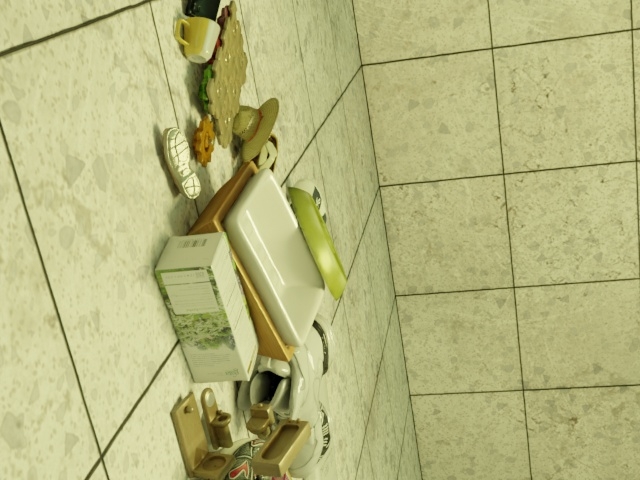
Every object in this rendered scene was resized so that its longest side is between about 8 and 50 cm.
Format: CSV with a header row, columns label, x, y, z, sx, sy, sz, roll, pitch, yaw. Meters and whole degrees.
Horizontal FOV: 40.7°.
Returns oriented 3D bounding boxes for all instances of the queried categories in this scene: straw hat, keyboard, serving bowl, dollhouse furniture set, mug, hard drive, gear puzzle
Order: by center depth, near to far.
label,x,y,z,sx,sy,sz,roll,pitch,yaw
dollhouse furniture set,-0.120,0.286,1.349,0.144,0.151,0.123,-46,130,-56
serving bowl,-0.173,0.314,1.450,0.083,0.027,0.083,-4,90,-77
mug,-0.216,-0.344,1.484,0.062,0.078,0.064,152,-53,-69
keyboard,-0.208,-0.485,1.521,0.100,0.038,0.191,14,88,-55
gear puzzle,-0.191,-0.267,1.574,0.175,0.044,0.338,81,14,-54
straw hat,-0.144,-0.232,1.694,0.061,0.144,0.144,26,49,-27
hard drive,-0.009,0.472,2.077,0.203,0.040,0.307,-38,122,-75

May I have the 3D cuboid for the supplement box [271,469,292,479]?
label,x,y,z,sx,sy,sz,roll,pitch,yaw
supplement box,-0.086,0.503,1.723,0.083,0.043,0.055,-82,162,-47

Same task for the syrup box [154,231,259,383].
label,x,y,z,sx,sy,sz,roll,pitch,yaw
syrup box,-0.175,0.111,1.370,0.096,0.093,0.236,-78,158,-54

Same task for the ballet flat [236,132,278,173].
label,x,y,z,sx,sy,sz,roll,pitch,yaw
ballet flat,-0.125,-0.135,1.715,0.080,0.073,0.232,33,38,-27

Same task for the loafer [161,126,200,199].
label,x,y,z,sx,sy,sz,roll,pitch,yaw
loafer,-0.229,-0.122,1.370,0.045,0.039,0.125,-38,126,-35

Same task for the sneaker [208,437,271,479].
label,x,y,z,sx,sy,sz,roll,pitch,yaw
sneaker,-0.119,0.412,1.374,0.120,0.112,0.299,66,18,-11

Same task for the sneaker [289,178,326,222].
label,x,y,z,sx,sy,sz,roll,pitch,yaw
sneaker,-0.041,-0.036,2.011,0.153,0.094,0.234,49,47,-83

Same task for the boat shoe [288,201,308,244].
label,x,y,z,sx,sy,sz,roll,pitch,yaw
boat shoe,-0.044,0.022,1.814,0.095,0.079,0.254,63,23,-46

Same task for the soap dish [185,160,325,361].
label,x,y,z,sx,sy,sz,roll,pitch,yaw
soap dish,-0.110,0.037,1.503,0.290,0.118,0.229,64,24,-23

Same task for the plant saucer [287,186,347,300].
label,x,y,z,sx,sy,sz,roll,pitch,yaw
plant saucer,0.000,0.000,1.667,0.241,0.037,0.240,-23,90,-88

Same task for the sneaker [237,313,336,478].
label,x,y,z,sx,sy,sz,roll,pitch,yaw
sneaker,-0.071,0.332,1.676,0.210,0.138,0.365,-32,131,-59
